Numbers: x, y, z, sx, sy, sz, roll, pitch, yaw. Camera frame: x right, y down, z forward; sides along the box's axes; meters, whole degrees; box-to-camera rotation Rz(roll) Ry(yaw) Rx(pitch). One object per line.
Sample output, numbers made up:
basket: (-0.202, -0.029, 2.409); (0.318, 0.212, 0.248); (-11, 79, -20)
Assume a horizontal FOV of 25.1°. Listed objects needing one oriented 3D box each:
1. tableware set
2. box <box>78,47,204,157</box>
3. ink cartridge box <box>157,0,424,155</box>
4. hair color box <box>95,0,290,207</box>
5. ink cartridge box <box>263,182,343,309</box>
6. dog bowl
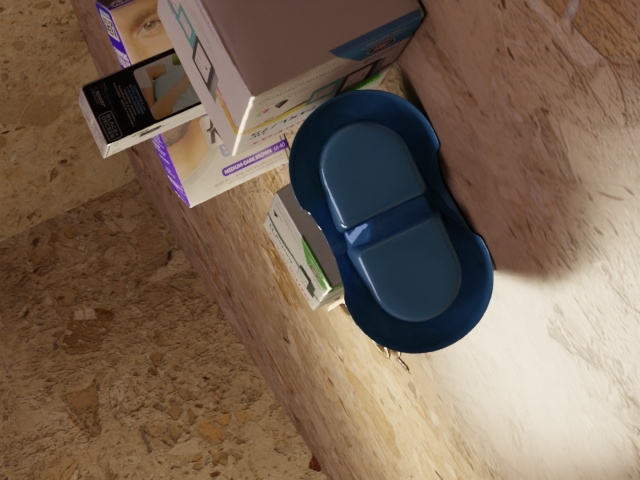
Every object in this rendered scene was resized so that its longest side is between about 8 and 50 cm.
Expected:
tableware set: (0.056, 0.111, 2.098); (0.194, 0.039, 0.128); (46, 161, 51)
box: (-0.178, -0.215, 1.949); (0.087, 0.290, 0.169); (66, 170, -2)
ink cartridge box: (-0.043, -0.240, 1.516); (0.197, 0.198, 0.270); (63, 169, 5)
hair color box: (-0.192, -0.244, 2.210); (0.110, 0.185, 0.338); (40, 154, 64)
ink cartridge box: (0.000, 0.000, 1.955); (0.153, 0.087, 0.208); (60, 169, 7)
dog bowl: (0.076, -0.021, 1.580); (0.074, 0.166, 0.297); (-118, 3, -86)
